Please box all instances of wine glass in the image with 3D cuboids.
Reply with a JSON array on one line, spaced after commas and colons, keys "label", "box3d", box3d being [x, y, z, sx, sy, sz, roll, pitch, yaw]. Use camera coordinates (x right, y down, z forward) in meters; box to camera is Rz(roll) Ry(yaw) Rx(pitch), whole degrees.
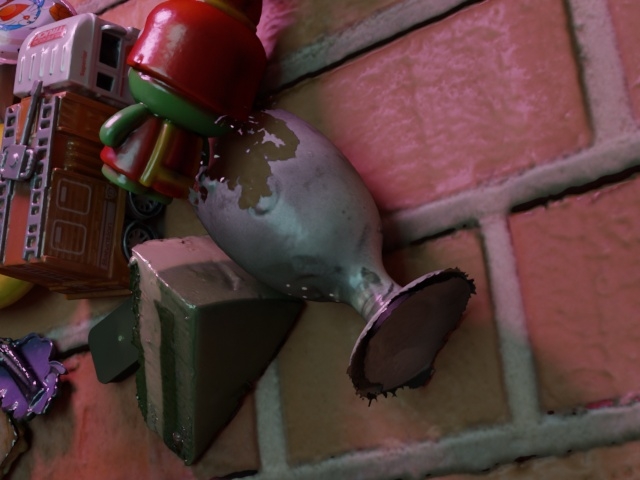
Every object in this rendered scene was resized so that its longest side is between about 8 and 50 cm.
[{"label": "wine glass", "box3d": [0.003, 0.004, 1.213, 0.357, 0.190, 0.190, 46, 107, 31]}]

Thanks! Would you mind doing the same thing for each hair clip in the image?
[{"label": "hair clip", "box3d": [-0.444, 0.194, 1.582, 0.195, 0.052, 0.124, 32, 89, 41]}]

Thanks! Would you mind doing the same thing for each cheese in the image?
[{"label": "cheese", "box3d": [-0.514, -0.357, 1.710, 0.286, 0.074, 0.189, 22, 52, 11]}]

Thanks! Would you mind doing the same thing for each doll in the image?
[{"label": "doll", "box3d": [-0.161, -0.224, 1.396, 0.160, 0.182, 0.363, 19, 87, 46]}]

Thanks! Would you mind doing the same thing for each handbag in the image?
[{"label": "handbag", "box3d": [-0.557, -0.267, 1.754, 0.117, 0.095, 0.173, -7, 61, 21]}]

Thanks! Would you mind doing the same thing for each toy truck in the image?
[{"label": "toy truck", "box3d": [-0.340, -0.124, 1.491, 0.173, 0.207, 0.388, -6, 74, 37]}]

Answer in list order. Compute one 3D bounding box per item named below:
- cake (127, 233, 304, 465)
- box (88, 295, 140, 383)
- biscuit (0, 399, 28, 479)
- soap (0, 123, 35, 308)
[{"label": "cake", "box3d": [-0.184, 0.137, 1.332, 0.158, 0.172, 0.284, 43, 107, 39]}, {"label": "box", "box3d": [-0.268, 0.138, 1.483, 0.126, 0.031, 0.091, -38, 58, 25]}, {"label": "biscuit", "box3d": [-0.553, 0.335, 1.651, 0.273, 0.036, 0.187, -48, 55, 18]}, {"label": "soap", "box3d": [-0.556, -0.034, 1.699, 0.427, 0.115, 0.306, -2, 72, 37]}]
